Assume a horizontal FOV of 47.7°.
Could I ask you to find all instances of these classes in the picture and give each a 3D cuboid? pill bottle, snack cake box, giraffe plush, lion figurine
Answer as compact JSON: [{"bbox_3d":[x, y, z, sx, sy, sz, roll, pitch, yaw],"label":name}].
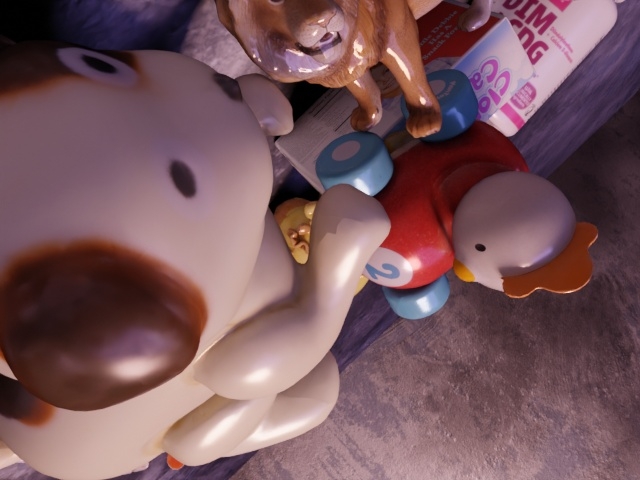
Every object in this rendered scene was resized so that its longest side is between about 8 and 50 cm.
[{"bbox_3d":[0.300,-0.299,1.001,0.283,0.160,0.160,-49,164,12],"label":"pill bottle"},{"bbox_3d":[0.091,-0.152,0.832,0.264,0.152,0.089,-44,127,0],"label":"snack cake box"},{"bbox_3d":[0.000,0.000,1.028,0.170,0.210,0.181,8,96,-42],"label":"giraffe plush"},{"bbox_3d":[0.087,-0.245,0.626,0.392,0.142,0.240,-47,131,-20],"label":"lion figurine"}]

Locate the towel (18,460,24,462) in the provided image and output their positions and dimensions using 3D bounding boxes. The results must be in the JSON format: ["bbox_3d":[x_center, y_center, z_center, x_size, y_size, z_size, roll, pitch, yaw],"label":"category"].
[{"bbox_3d":[-0.314,0.234,0.931,0.144,0.029,0.197,12,127,-35],"label":"towel"}]

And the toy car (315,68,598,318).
[{"bbox_3d":[0.148,-0.007,0.695,0.210,0.238,0.219,-36,126,-7],"label":"toy car"}]

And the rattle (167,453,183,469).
[{"bbox_3d":[-0.203,0.223,1.104,0.143,0.130,0.200,-91,179,-66],"label":"rattle"}]

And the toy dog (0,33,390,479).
[{"bbox_3d":[-0.152,0.017,0.527,0.395,0.284,0.408,-19,160,-16],"label":"toy dog"}]

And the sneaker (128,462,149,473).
[{"bbox_3d":[-0.313,0.269,1.062,0.084,0.083,0.215,-9,141,-1],"label":"sneaker"}]
